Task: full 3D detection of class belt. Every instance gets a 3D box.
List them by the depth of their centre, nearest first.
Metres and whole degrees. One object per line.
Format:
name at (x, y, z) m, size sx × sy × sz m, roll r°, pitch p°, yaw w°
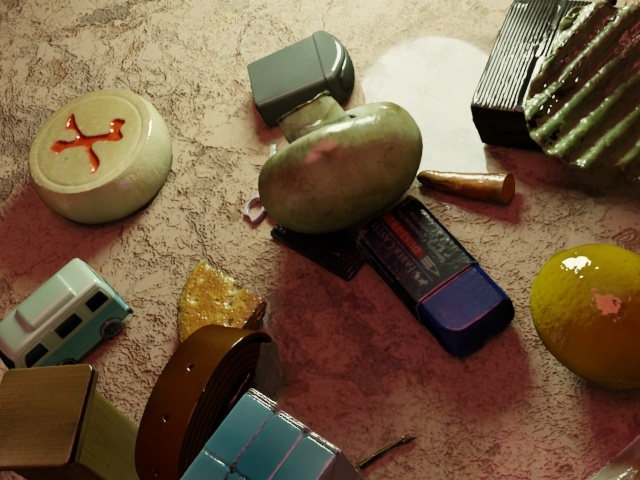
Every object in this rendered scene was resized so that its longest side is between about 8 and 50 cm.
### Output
belt at (-0.200, 0.309, 1.839) m, size 0.122 × 0.217 × 0.338 m, roll 11°, pitch 65°, yaw 34°

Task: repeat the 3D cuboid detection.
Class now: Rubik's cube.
Rubik's cube at (-0.073, 0.430, 1.701) m, size 0.225 × 0.221 × 0.231 m, roll 26°, pitch 69°, yaw 33°

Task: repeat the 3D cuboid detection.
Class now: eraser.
eraser at (0.209, 0.064, 1.917) m, size 0.155 × 0.101 × 0.332 m, roll -35°, pitch 53°, yaw -6°

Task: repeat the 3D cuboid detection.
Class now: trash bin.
trash bin at (-0.040, -0.376, 2.321) m, size 0.236 × 0.101 × 0.176 m, roll -21°, pitch 54°, yaw 9°

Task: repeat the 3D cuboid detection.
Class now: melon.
melon at (0.485, 0.386, 1.604) m, size 0.140 × 0.093 × 0.202 m, roll -7°, pitch 50°, yaw 26°

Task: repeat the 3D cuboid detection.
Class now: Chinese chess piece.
Chinese chess piece at (-0.510, -0.195, 2.348) m, size 0.338 × 0.140 × 0.338 m, roll -10°, pitch 55°, yaw 15°

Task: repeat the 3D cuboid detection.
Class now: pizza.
pizza at (-0.197, 0.154, 2.042) m, size 0.197 × 0.058 × 0.292 m, roll -18°, pitch 54°, yaw 7°

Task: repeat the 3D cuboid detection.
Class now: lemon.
lemon at (0.482, 0.126, 1.695) m, size 0.236 × 0.236 × 0.263 m, roll -41°, pitch 27°, yaw -9°

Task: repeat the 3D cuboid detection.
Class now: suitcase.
suitcase at (0.462, -0.350, 2.074) m, size 0.230 × 0.152 × 0.335 m, roll 11°, pitch 62°, yaw 27°

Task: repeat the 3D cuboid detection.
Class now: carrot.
carrot at (0.287, -0.118, 2.050) m, size 0.210 × 0.061 × 0.061 m, roll 9°, pitch 61°, yaw 32°

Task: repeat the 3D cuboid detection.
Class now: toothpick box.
toothpick box at (-0.435, 0.375, 1.822) m, size 0.190 × 0.308 × 0.187 m, roll -6°, pitch 55°, yaw 18°

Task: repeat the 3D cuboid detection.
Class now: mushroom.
mushroom at (0.031, -0.159, 2.011) m, size 0.352 × 0.352 × 0.260 m, roll -29°, pitch 95°, yaw 0°

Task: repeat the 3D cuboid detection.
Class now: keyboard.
keyboard at (0.000, 0.000, 2.093) m, size 0.230 × 0.025 × 0.093 m, roll 29°, pitch 74°, yaw 34°

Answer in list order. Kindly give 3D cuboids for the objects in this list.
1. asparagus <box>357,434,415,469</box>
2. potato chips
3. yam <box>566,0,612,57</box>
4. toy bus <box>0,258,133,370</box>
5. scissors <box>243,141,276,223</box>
asparagus at (0.117, 0.375, 1.797) m, size 0.114 × 0.014 × 0.015 m, roll -31°, pitch 86°, yaw 0°
potato chips at (0.583, -0.260, 1.895) m, size 0.373 × 0.097 × 0.389 m, roll 22°, pitch 71°, yaw -4°
yam at (0.552, -0.448, 1.999) m, size 0.029 × 0.027 × 0.234 m, roll 27°, pitch 74°, yaw 31°
toy bus at (-0.549, 0.174, 2.093) m, size 0.271 × 0.164 × 0.133 m, roll -43°, pitch 53°, yaw -11°
scissors at (-0.111, -0.130, 2.226) m, size 0.110 × 0.021 × 0.212 m, roll -8°, pitch 55°, yaw 20°
